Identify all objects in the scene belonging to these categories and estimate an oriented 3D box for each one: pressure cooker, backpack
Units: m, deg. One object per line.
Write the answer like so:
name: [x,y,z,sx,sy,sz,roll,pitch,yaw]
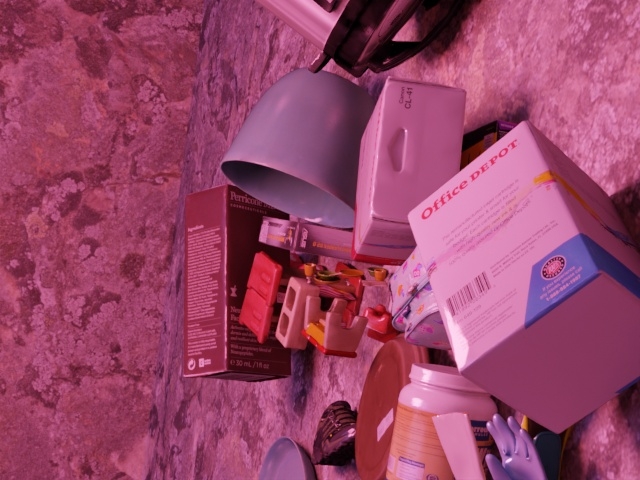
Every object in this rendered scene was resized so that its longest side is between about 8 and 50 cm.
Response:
pressure cooker: [0.062,-0.512,1.889,0.375,0.420,0.370,-52,0,-27]
backpack: [0.199,0.070,1.582,0.144,0.165,0.188,-95,24,-44]

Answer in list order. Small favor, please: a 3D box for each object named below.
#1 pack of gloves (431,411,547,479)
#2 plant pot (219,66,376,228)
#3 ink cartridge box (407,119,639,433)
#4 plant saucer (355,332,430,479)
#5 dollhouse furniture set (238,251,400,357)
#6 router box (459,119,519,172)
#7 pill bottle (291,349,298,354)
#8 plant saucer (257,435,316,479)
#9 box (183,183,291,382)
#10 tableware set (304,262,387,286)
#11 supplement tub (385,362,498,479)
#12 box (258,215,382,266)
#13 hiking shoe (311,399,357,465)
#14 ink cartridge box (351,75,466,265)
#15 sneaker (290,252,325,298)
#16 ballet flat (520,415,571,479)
pack of gloves: [0.221,0.336,1.416,0.195,0.046,0.232,-20,87,57]
plant pot: [-0.015,-0.190,2.135,0.235,0.293,0.293,-67,17,-13]
ink cartridge box: [0.261,0.041,1.306,0.198,0.197,0.270,-40,38,23]
plant saucer: [0.111,0.279,1.786,0.278,0.041,0.278,-167,90,-77]
dollhouse furniture set: [0.013,0.152,2.022,0.374,0.201,0.152,36,115,61]
router box: [0.244,-0.102,1.712,0.179,0.046,0.133,160,117,-68]
pill bottle: [-0.109,0.184,2.441,0.193,0.108,0.108,-152,73,-69]
plant saucer: [-0.071,0.565,2.266,0.317,0.043,0.318,-170,90,-69]
box: [-0.168,0.093,2.259,0.143,0.191,0.382,-14,72,41]
tableware set: [0.047,0.058,2.001,0.104,0.154,0.024,-101,14,-77]
supplement tub: [0.175,0.286,1.583,0.144,0.144,0.200,-170,89,-70]
box: [0.000,0.000,2.127,0.231,0.183,0.056,-167,88,-69]
hiking shoe: [0.034,0.345,2.018,0.227,0.086,0.114,137,134,-60]
ink cartridge box: [0.131,-0.096,1.736,0.306,0.131,0.226,118,159,-78]
sneaker: [-0.088,0.091,2.386,0.314,0.136,0.116,-158,77,-69]
ballet flat: [0.287,0.227,1.417,0.077,0.077,0.231,-131,52,-70]
